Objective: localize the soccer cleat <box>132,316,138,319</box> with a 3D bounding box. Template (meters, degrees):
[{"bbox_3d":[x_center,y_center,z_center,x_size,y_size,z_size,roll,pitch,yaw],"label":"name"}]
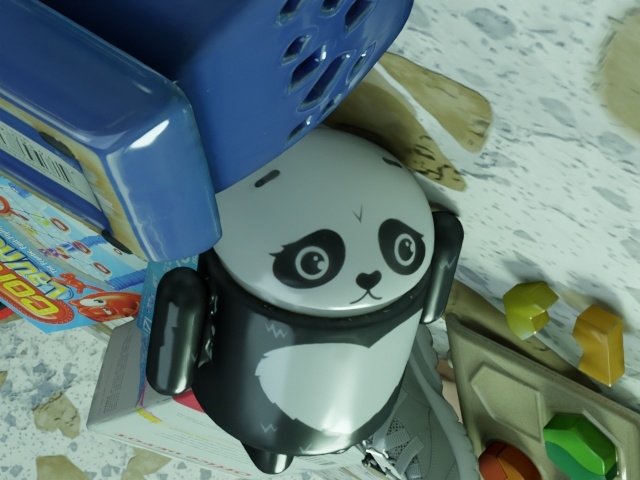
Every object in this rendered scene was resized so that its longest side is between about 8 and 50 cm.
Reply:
[{"bbox_3d":[-0.257,-0.021,1.597,0.143,0.116,0.331,54,176,45],"label":"soccer cleat"}]

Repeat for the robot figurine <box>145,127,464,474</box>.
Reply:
[{"bbox_3d":[-0.009,0.050,1.025,0.174,0.209,0.278,22,131,12],"label":"robot figurine"}]

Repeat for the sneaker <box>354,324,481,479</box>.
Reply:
[{"bbox_3d":[0.073,0.184,1.266,0.105,0.115,0.281,79,173,-64],"label":"sneaker"}]

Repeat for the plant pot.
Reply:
[{"bbox_3d":[-0.099,-0.132,0.656,0.236,0.212,0.236,31,165,9],"label":"plant pot"}]

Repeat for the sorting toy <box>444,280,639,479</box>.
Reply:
[{"bbox_3d":[0.186,0.152,1.151,0.229,0.041,0.307,31,148,39],"label":"sorting toy"}]

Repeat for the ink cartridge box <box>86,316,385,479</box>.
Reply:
[{"bbox_3d":[-0.081,0.155,1.439,0.226,0.131,0.306,23,158,-25],"label":"ink cartridge box"}]

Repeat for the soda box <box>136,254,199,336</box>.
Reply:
[{"bbox_3d":[-0.088,-0.003,1.114,0.071,0.067,0.210,35,129,27],"label":"soda box"}]

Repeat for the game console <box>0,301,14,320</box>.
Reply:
[{"bbox_3d":[-0.423,-0.053,1.330,0.342,0.060,0.386,60,-163,-4],"label":"game console"}]

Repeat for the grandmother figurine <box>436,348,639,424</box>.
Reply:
[{"bbox_3d":[0.189,0.181,1.351,0.342,0.104,0.208,8,144,54],"label":"grandmother figurine"}]

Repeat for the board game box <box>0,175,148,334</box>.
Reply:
[{"bbox_3d":[-0.229,-0.045,1.240,0.302,0.086,0.308,-13,141,32],"label":"board game box"}]
